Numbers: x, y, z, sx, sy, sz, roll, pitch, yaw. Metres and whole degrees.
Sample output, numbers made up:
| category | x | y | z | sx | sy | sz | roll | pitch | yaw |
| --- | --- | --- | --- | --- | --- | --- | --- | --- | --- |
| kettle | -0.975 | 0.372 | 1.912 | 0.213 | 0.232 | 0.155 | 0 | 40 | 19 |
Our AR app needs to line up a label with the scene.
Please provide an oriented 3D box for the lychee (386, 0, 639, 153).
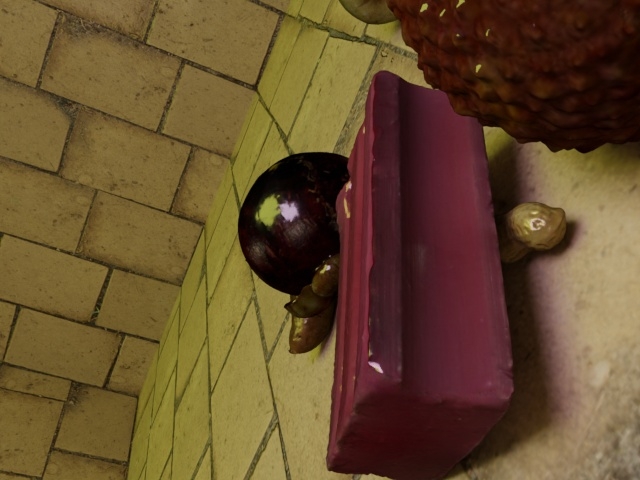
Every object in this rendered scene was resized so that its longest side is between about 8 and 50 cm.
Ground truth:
| category | x | y | z | sx | sy | sz | roll | pitch | yaw |
| --- | --- | --- | --- | --- | --- | --- | --- | --- | --- |
| lychee | 0.186 | -0.204 | 0.443 | 0.276 | 0.304 | 0.276 | -50 | -27 | -39 |

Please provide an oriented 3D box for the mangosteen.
| category | x | y | z | sx | sy | sz | roll | pitch | yaw |
| --- | --- | --- | --- | --- | --- | --- | --- | --- | --- |
| mangosteen | 0.000 | 0.000 | 0.900 | 0.228 | 0.228 | 0.265 | -54 | 53 | 43 |

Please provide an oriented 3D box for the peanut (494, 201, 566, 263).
| category | x | y | z | sx | sy | sz | roll | pitch | yaw |
| --- | --- | --- | --- | --- | --- | --- | --- | --- | --- |
| peanut | 0.187 | -0.007 | 0.581 | 0.113 | 0.053 | 0.054 | 147 | 138 | -67 |

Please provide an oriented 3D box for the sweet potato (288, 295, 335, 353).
| category | x | y | z | sx | sy | sz | roll | pitch | yaw |
| --- | --- | --- | --- | --- | --- | --- | --- | --- | --- |
| sweet potato | -0.018 | 0.031 | 1.085 | 0.114 | 0.092 | 0.342 | 103 | 172 | -46 |

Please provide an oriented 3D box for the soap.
| category | x | y | z | sx | sy | sz | roll | pitch | yaw |
| --- | --- | --- | --- | --- | --- | --- | --- | --- | --- |
| soap | 0.083 | 0.033 | 0.636 | 0.233 | 0.128 | 0.360 | 103 | 174 | -53 |

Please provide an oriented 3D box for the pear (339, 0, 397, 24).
| category | x | y | z | sx | sy | sz | roll | pitch | yaw |
| --- | --- | --- | --- | --- | --- | --- | --- | --- | --- |
| pear | 0.106 | -0.477 | 1.113 | 0.167 | 0.167 | 0.137 | -48 | 26 | 51 |
